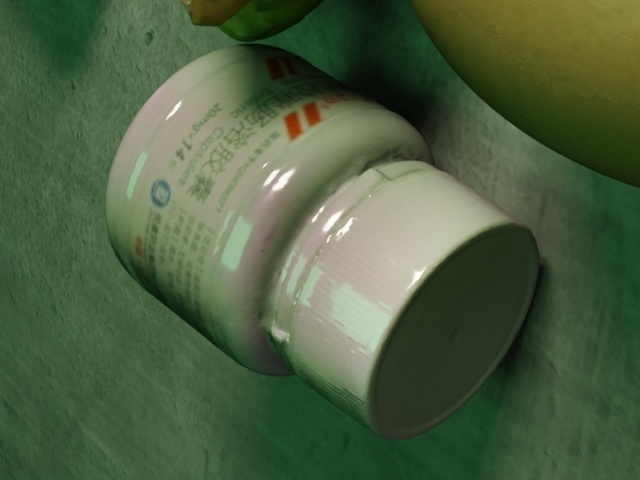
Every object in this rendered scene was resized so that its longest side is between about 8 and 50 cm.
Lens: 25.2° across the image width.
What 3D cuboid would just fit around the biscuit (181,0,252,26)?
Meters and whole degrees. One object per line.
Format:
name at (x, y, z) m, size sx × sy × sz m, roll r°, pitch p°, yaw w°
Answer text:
biscuit at (0.005, -0.437, 1.026) m, size 0.446 × 0.104 × 0.429 m, roll -42°, pitch 48°, yaw 26°

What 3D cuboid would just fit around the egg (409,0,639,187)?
egg at (0.206, -0.176, 0.766) m, size 0.374 × 0.301 × 0.301 m, roll 33°, pitch 127°, yaw 33°

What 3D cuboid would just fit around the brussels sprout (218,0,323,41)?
brussels sprout at (-0.042, -0.270, 1.186) m, size 0.223 × 0.223 × 0.161 m, roll 14°, pitch 154°, yaw 52°

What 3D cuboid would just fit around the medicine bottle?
medicine bottle at (0.000, 0.000, 1.164) m, size 0.302 × 0.241 × 0.241 m, roll 34°, pitch 128°, yaw 32°
